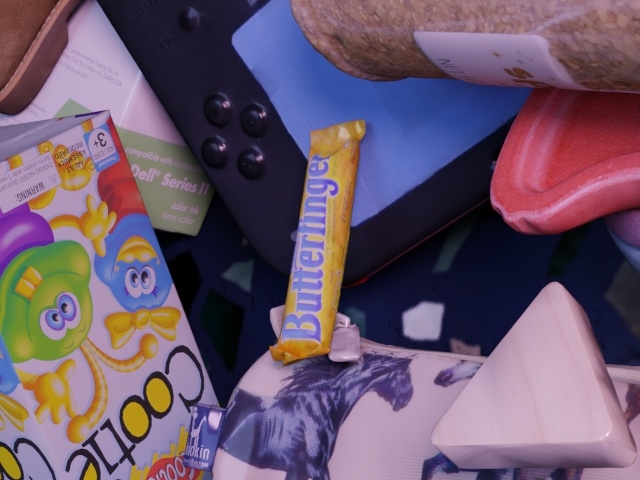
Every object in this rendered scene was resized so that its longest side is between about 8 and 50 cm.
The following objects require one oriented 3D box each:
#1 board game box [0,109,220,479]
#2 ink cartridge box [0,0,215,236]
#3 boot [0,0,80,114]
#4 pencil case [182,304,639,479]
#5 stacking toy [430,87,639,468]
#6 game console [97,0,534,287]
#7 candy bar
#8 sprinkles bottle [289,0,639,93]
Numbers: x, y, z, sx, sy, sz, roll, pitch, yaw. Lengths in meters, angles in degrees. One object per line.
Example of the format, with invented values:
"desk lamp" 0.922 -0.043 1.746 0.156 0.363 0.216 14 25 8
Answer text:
"board game box" -0.187 0.069 0.824 0.142 0.144 0.275 -2 114 41
"ink cartridge box" -0.127 -0.207 0.937 0.207 0.119 0.353 31 102 41
"boot" -0.208 -0.235 0.857 0.112 0.115 0.305 43 108 40
"pencil case" 0.120 0.127 0.606 0.410 0.160 0.183 -2 103 42
"stacking toy" 0.215 0.013 0.488 0.309 0.130 0.279 1 57 49
"game console" 0.028 -0.181 0.706 0.386 0.060 0.342 -35 91 35
"candy bar" 0.000 0.000 0.691 0.040 0.018 0.161 -11 53 31
"sprinkles bottle" 0.128 -0.117 0.490 0.355 0.121 0.121 15 90 54
